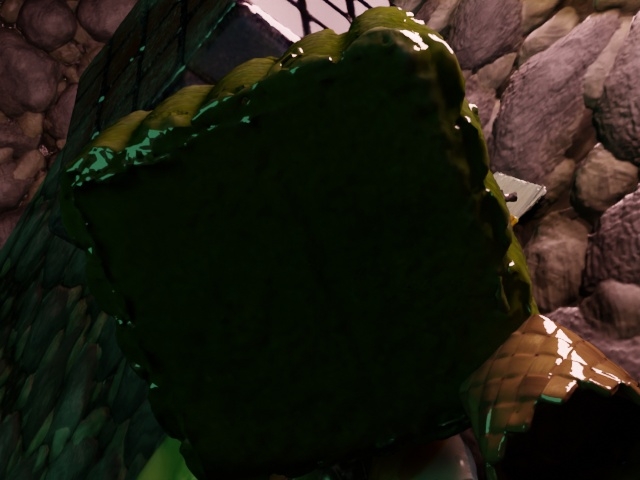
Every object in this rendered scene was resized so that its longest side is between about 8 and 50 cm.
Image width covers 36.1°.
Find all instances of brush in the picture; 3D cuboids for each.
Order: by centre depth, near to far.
[{"bbox_3d":[0.129,0.015,0.956,0.205,0.011,0.083,-47,28,-6],"label":"brush"}]

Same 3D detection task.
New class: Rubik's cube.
[{"bbox_3d":[-0.071,-0.133,1.137,0.344,0.337,0.344,-42,31,27],"label":"Rubik's cube"}]

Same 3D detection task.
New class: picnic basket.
[{"bbox_3d":[0.178,0.148,0.643,0.128,0.137,0.178,-51,22,12],"label":"picnic basket"}]

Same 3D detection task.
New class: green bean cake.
[{"bbox_3d":[0.000,0.000,0.792,0.335,0.319,0.218,-18,17,5],"label":"green bean cake"}]

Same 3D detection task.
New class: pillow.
[{"bbox_3d":[0.044,0.247,0.843,0.233,0.086,0.214,-44,41,21],"label":"pillow"}]

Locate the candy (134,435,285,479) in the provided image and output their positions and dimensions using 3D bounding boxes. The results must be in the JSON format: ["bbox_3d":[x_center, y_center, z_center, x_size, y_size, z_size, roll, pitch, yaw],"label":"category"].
[{"bbox_3d":[-0.101,0.243,1.034,0.344,0.132,0.142,-55,45,10],"label":"candy"}]

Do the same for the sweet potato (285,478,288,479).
[{"bbox_3d":[-0.070,0.324,0.972,0.218,0.051,0.065,-63,-16,8],"label":"sweet potato"}]
